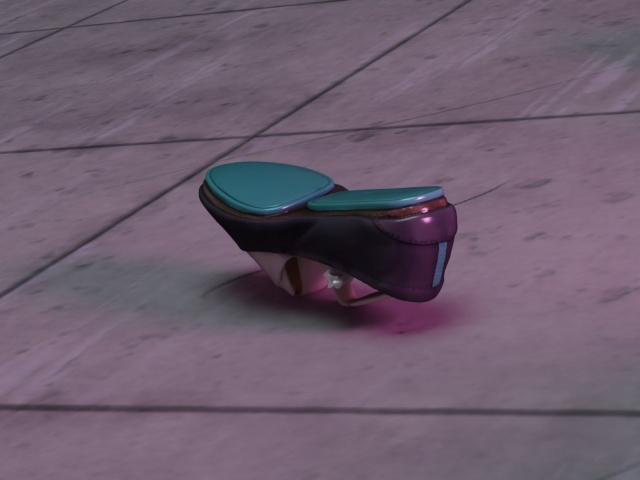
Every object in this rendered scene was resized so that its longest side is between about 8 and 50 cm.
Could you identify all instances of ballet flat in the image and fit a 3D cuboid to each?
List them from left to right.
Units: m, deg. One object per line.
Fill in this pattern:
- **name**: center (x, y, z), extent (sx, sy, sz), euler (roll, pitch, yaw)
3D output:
- **ballet flat**: center (0.000, 0.000, 1.071), extent (0.074, 0.074, 0.203), euler (-22, 19, -32)
